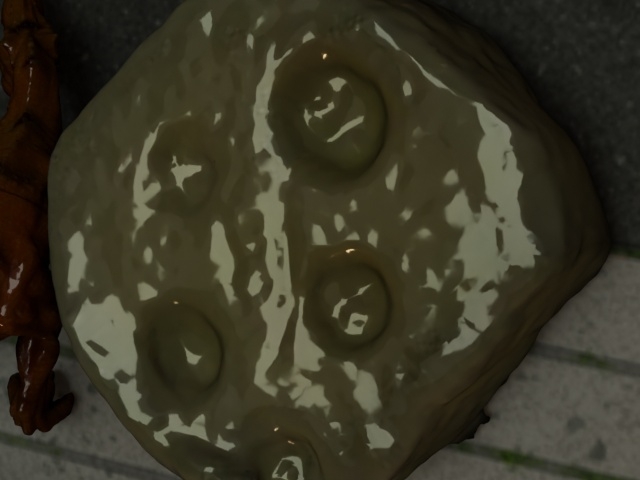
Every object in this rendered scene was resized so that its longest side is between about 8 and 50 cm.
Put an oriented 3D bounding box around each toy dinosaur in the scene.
[{"bbox_3d":[-0.202,0.050,1.160,0.097,0.208,0.432,6,57,0],"label":"toy dinosaur"}]

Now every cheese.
[{"bbox_3d":[0.000,0.000,1.108,0.326,0.115,0.318,3,95,25],"label":"cheese"}]
